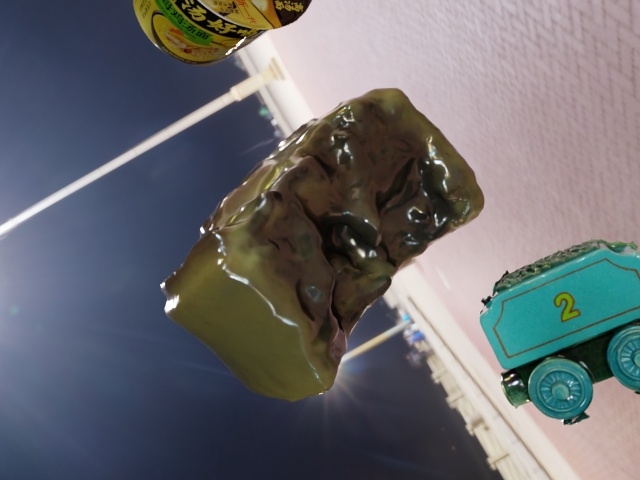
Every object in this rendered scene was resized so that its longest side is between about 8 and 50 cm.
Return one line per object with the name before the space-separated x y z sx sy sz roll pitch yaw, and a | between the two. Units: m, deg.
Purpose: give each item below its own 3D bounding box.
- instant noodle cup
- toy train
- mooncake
instant noodle cup | -0.095 -0.234 0.645 0.122 0.151 0.152 -26 93 53
toy train | 0.276 0.092 0.762 0.163 0.203 0.112 64 -165 3
mooncake | 0.000 0.000 0.886 0.246 0.393 0.394 48 -166 -8
